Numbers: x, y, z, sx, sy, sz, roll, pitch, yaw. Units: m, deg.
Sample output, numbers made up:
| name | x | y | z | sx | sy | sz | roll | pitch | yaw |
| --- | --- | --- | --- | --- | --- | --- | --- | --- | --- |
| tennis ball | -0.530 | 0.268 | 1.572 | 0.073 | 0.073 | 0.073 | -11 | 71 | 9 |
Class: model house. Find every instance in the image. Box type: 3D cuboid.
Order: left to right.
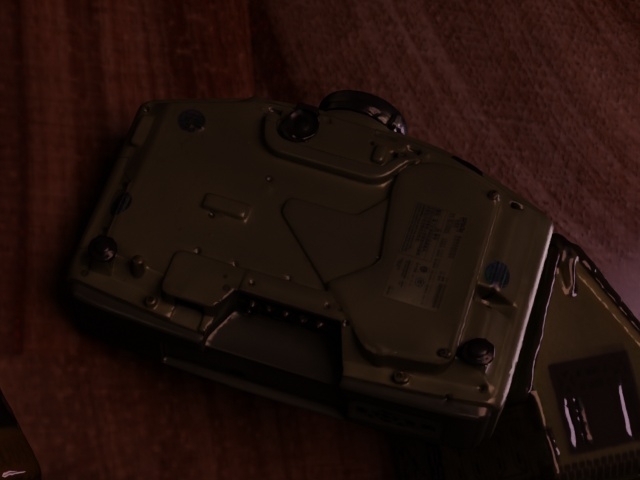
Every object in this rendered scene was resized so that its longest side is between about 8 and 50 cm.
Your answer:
| name | x | y | z | sx | sy | sz | roll | pitch | yaw |
| --- | --- | --- | --- | --- | --- | --- | --- | --- | --- |
| model house | 0.146 | 0.057 | 1.112 | 0.204 | 0.218 | 0.279 | -2 | 75 | -40 |

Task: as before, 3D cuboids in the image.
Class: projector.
| name | x | y | z | sx | sy | sz | roll | pitch | yaw |
| --- | --- | --- | --- | --- | --- | --- | --- | --- | --- |
| projector | 0.000 | 0.000 | 1.001 | 0.269 | 0.088 | 0.194 | 16 | 62 | 6 |

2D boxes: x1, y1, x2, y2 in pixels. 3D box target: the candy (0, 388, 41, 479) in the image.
| name | x | y | z | sx | sy | sz | roll | pitch | yaw |
| --- | --- | --- | --- | --- | --- | --- | --- | --- | --- |
| candy | -0.241 | 0.113 | 0.804 | 0.143 | 0.101 | 0.271 | 63 | 20 | 10 |
